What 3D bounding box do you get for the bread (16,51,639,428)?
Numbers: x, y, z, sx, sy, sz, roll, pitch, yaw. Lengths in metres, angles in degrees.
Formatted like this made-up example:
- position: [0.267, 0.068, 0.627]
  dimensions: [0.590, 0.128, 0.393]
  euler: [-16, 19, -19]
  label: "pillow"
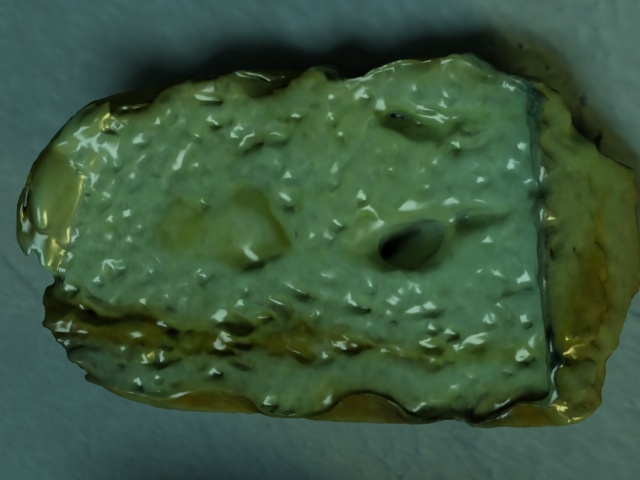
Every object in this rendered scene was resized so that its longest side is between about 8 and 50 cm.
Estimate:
- position: [0.000, 0.000, 0.686]
  dimensions: [0.232, 0.088, 0.128]
  euler: [0, 95, 31]
  label: "bread"
